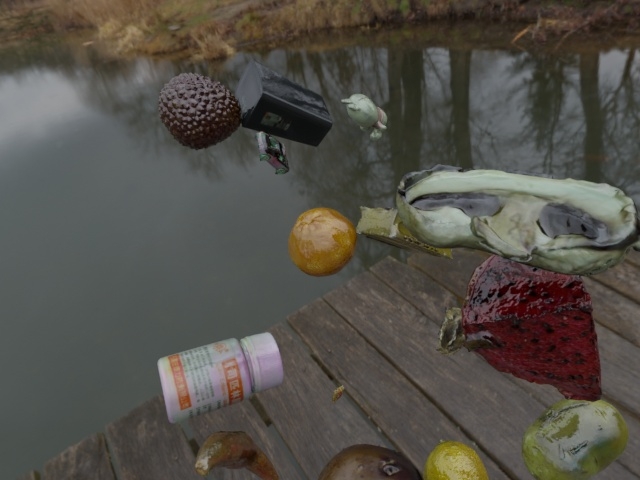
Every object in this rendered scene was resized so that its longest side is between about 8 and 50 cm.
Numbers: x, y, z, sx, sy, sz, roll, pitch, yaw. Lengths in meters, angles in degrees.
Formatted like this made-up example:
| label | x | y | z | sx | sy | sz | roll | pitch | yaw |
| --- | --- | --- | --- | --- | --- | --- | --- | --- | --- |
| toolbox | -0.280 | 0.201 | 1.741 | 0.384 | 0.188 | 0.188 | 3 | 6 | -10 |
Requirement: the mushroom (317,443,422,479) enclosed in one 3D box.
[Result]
| label | x | y | z | sx | sy | sz | roll | pitch | yaw |
| --- | --- | --- | --- | --- | --- | --- | --- | --- | --- |
| mushroom | 0.157 | 0.744 | 1.222 | 0.334 | 0.356 | 0.331 | -9 | 35 | -2 |

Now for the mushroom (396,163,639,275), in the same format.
| label | x | y | z | sx | sy | sz | roll | pitch | yaw |
| --- | --- | --- | --- | --- | --- | --- | --- | --- | --- |
| mushroom | 0.290 | -0.025 | 0.690 | 0.344 | 0.129 | 0.247 | 8 | 35 | 24 |

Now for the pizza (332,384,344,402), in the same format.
| label | x | y | z | sx | sy | sz | roll | pitch | yaw |
| --- | --- | --- | --- | --- | --- | --- | --- | --- | --- |
| pizza | 0.076 | 0.613 | 1.761 | 0.025 | 0.083 | 0.078 | 30 | 54 | 27 |

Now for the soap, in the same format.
| label | x | y | z | sx | sy | sz | roll | pitch | yaw |
| --- | --- | --- | --- | --- | --- | --- | --- | --- | --- |
| soap | 0.206 | -0.019 | 1.040 | 0.233 | 0.076 | 0.135 | 15 | -4 | -37 |

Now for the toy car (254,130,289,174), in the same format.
| label | x | y | z | sx | sy | sz | roll | pitch | yaw |
| --- | --- | --- | --- | --- | --- | --- | --- | --- | --- |
| toy car | -0.111 | -0.214 | 1.069 | 0.055 | 0.142 | 0.069 | -19 | 69 | 17 |

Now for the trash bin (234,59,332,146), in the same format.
| label | x | y | z | sx | sy | sz | roll | pitch | yaw |
| --- | --- | --- | --- | --- | --- | --- | --- | --- | --- |
| trash bin | -0.098 | -0.356 | 1.180 | 0.226 | 0.115 | 0.165 | 12 | 45 | -36 |

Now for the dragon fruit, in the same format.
| label | x | y | z | sx | sy | sz | roll | pitch | yaw |
| --- | --- | --- | --- | --- | --- | --- | --- | --- | --- |
| dragon fruit | 0.429 | 0.176 | 0.811 | 0.302 | 0.330 | 0.240 | -32 | 8 | 1 |

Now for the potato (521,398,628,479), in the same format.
| label | x | y | z | sx | sy | sz | roll | pitch | yaw |
| --- | --- | --- | --- | --- | --- | --- | --- | --- | --- |
| potato | 0.590 | 0.469 | 1.026 | 0.248 | 0.169 | 0.143 | -35 | -4 | 5 |

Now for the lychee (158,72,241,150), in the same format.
| label | x | y | z | sx | sy | sz | roll | pitch | yaw |
| --- | --- | --- | --- | --- | --- | --- | --- | --- | --- |
| lychee | -0.300 | -0.322 | 1.075 | 0.188 | 0.188 | 0.188 | -8 | 35 | 5 |

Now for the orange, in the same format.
| label | x | y | z | sx | sy | sz | roll | pitch | yaw |
| --- | --- | --- | --- | --- | --- | --- | --- | --- | --- |
| orange | 0.000 | 0.000 | 0.958 | 0.159 | 0.136 | 0.158 | -17 | 48 | 19 |

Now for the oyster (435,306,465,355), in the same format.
| label | x | y | z | sx | sy | sz | roll | pitch | yaw |
| --- | --- | --- | --- | --- | --- | --- | --- | --- | --- |
| oyster | 0.394 | 0.290 | 1.316 | 0.094 | 0.166 | 0.294 | 25 | 7 | 23 |

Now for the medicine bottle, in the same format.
| label | x | y | z | sx | sy | sz | roll | pitch | yaw |
| --- | --- | --- | --- | --- | --- | --- | --- | --- | --- |
| medicine bottle | -0.338 | 0.457 | 1.500 | 0.389 | 0.219 | 0.219 | -10 | 32 | -24 |

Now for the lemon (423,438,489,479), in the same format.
| label | x | y | z | sx | sy | sz | roll | pitch | yaw |
| --- | --- | --- | --- | --- | --- | --- | --- | --- | --- |
| lemon | 0.414 | 0.728 | 1.337 | 0.192 | 0.192 | 0.231 | -15 | 54 | -5 |

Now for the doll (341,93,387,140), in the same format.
| label | x | y | z | sx | sy | sz | roll | pitch | yaw |
| --- | --- | --- | --- | --- | --- | --- | --- | --- | --- |
| doll | 0.178 | -0.491 | 1.689 | 0.113 | 0.275 | 0.154 | -42 | 64 | 13 |

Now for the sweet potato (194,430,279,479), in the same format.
| label | x | y | z | sx | sy | sz | roll | pitch | yaw |
| --- | --- | --- | --- | --- | --- | --- | --- | --- | --- |
| sweet potato | -0.129 | 0.333 | 0.684 | 0.058 | 0.255 | 0.078 | -42 | 56 | -11 |
